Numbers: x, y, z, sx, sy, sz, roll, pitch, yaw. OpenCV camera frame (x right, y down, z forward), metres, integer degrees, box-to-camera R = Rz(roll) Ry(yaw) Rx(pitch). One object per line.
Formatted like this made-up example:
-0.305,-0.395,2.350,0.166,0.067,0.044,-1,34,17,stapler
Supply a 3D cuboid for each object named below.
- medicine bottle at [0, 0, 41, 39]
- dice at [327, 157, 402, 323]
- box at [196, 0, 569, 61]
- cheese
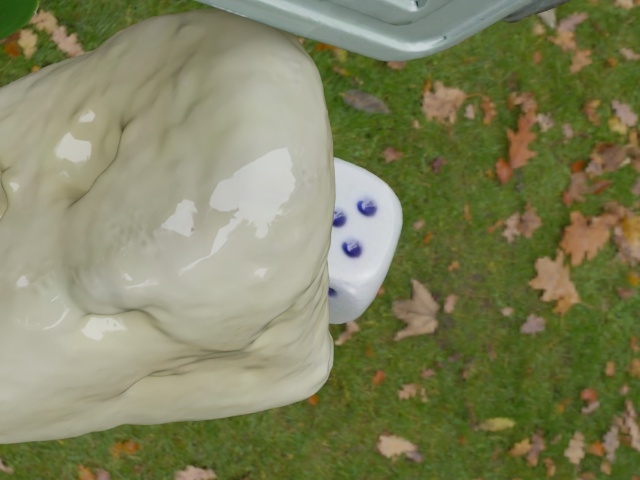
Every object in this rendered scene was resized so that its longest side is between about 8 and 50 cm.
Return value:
-0.271,-0.267,0.622,0.134,0.133,0.274,-10,72,-29,medicine bottle
0.000,0.000,1.375,0.194,0.193,0.191,23,65,-9,dice
0.012,-0.166,0.302,0.243,0.163,0.135,5,67,-49,box
-0.108,-0.004,0.463,0.248,0.251,0.173,-8,71,-12,cheese
